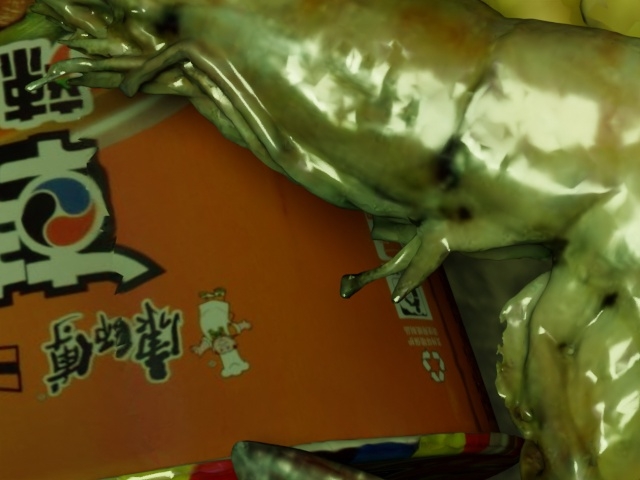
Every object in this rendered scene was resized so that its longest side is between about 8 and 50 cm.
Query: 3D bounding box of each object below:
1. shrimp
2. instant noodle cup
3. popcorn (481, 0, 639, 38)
[{"bbox_3d":[0.000,0.000,0.455,0.296,0.058,0.169,24,82,17],"label":"shrimp"},{"bbox_3d":[-0.068,0.008,0.595,0.250,0.250,0.192,-10,76,-3],"label":"instant noodle cup"},{"bbox_3d":[0.231,-0.153,0.553,0.390,0.354,0.344,5,82,-45],"label":"popcorn"}]
